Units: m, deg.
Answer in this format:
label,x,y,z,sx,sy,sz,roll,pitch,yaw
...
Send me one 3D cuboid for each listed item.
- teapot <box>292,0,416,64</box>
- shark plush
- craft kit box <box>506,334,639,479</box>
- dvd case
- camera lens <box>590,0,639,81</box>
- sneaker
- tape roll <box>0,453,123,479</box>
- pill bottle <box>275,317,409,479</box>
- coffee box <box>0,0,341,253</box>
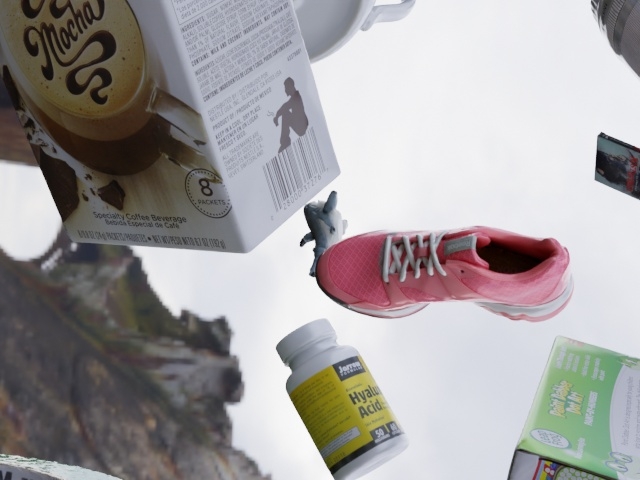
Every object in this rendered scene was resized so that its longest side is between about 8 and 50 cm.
label,x,y,z,sx,sy,sz,roll,pitch,yaw
teapot,-0.048,-0.310,1.105,0.187,0.252,0.256,-86,162,-45
shark plush,0.000,0.000,1.643,0.073,0.067,0.161,63,24,-52
craft kit box,0.244,0.139,0.641,0.250,0.246,0.061,-27,133,-70
dvd case,0.453,-0.101,1.569,0.119,0.013,0.087,30,-36,34
camera lens,0.529,-0.292,1.494,0.274,0.219,0.219,63,-36,39
sneaker,0.147,0.020,1.283,0.136,0.313,0.116,77,16,-65
tape roll,-0.265,0.178,0.638,0.321,0.321,0.077,176,-79,-70
pill bottle,0.013,0.120,0.822,0.116,0.065,0.065,59,-33,17
coffee box,-0.118,-0.150,0.672,0.168,0.119,0.297,3,-58,36
